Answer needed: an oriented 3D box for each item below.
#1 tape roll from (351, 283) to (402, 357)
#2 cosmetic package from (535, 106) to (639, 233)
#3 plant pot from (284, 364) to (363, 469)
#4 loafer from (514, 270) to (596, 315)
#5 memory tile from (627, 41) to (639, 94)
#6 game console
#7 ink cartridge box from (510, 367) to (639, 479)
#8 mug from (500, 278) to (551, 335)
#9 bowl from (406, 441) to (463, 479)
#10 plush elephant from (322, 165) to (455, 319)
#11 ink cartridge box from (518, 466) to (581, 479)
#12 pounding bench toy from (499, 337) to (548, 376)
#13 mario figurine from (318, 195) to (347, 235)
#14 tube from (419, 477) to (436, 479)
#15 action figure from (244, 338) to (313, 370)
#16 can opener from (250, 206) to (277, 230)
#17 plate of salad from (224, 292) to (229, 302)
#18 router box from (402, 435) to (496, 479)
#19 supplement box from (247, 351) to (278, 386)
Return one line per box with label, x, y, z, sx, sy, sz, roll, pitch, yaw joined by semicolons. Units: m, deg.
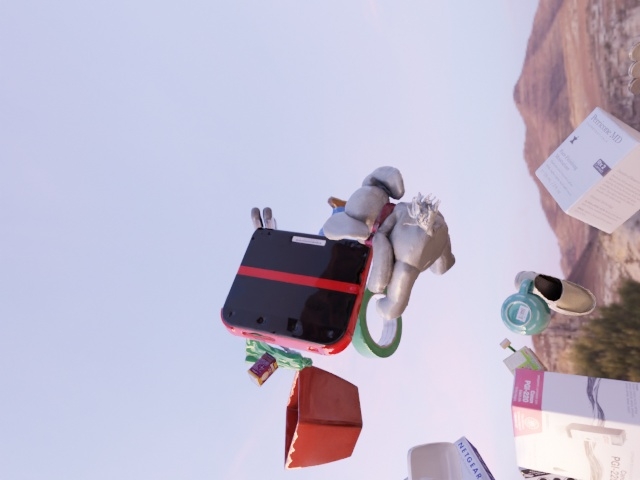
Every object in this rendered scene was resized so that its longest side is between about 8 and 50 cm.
tape roll;0.236;0.344;2.042;0.321;0.077;0.322;18;-114;-46
cosmetic package;0.596;-0.145;0.996;0.151;0.184;0.151;18;-143;-23
plant pot;0.011;0.630;1.685;0.267;0.235;0.267;-93;14;-59
loafer;0.751;0.170;1.497;0.092;0.268;0.102;126;161;-85
memory tile;0.690;-0.366;0.948;0.012;0.147;0.113;-102;-13;-54
game console;-0.068;0.130;1.338;0.060;0.386;0.342;70;-147;-54
ink cartridge box;0.434;0.307;0.774;0.092;0.217;0.159;-53;-46;-50
mug;0.605;0.208;1.426;0.097;0.129;0.158;9;-127;-49
bowl;0.273;0.569;1.160;0.142;0.053;0.142;2;-108;-18
plush elephant;0.156;-0.024;1.129;0.271;0.255;0.330;-39;-37;-24
ink cartridge box;0.572;0.519;1.080;0.097;0.207;0.046;54;-151;-14
pounding bench toy;0.380;0.225;0.902;0.065;0.052;0.083;26;-152;-55
mario figurine;0.000;0.000;1.688;0.198;0.170;0.321;20;-93;-44
tube;0.157;0.502;0.802;0.080;0.052;0.207;-13;-57;-59
action figure;-0.138;0.391;1.601;0.064;0.232;0.137;-65;-16;-53
can opener;-0.187;-0.057;1.579;0.280;0.074;0.093;95;172;-76
plate of salad;-0.258;0.208;1.766;0.200;0.199;0.048;-49;-36;-47
router box;0.362;0.755;1.279;0.082;0.301;0.335;47;-173;-24
supplement box;-0.170;0.383;1.407;0.083;0.043;0.055;-43;-38;-29
